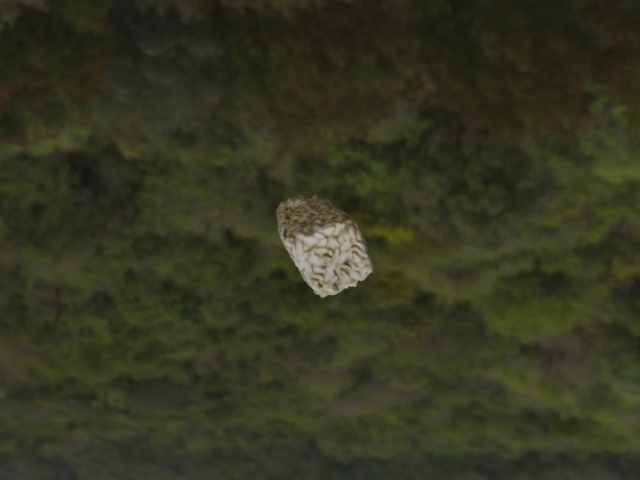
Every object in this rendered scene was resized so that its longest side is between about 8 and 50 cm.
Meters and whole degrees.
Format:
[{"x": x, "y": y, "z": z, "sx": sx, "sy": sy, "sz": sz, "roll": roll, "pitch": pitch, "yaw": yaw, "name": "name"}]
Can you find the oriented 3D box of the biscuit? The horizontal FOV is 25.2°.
[{"x": 0.000, "y": 0.000, "z": 1.368, "sx": 0.070, "sy": 0.082, "sz": 0.168, "roll": -24, "pitch": -169, "yaw": -3, "name": "biscuit"}]
